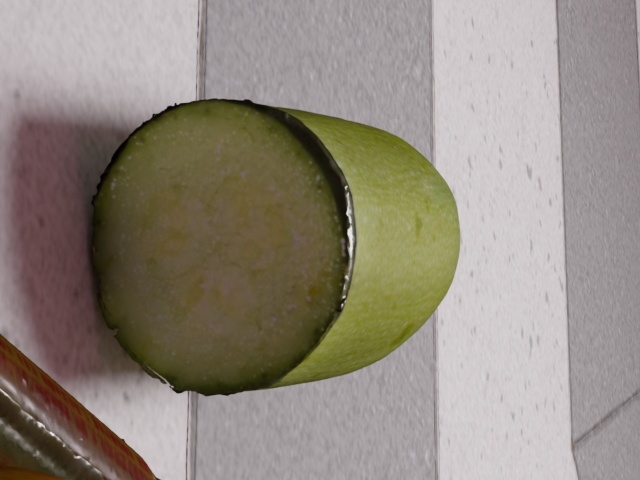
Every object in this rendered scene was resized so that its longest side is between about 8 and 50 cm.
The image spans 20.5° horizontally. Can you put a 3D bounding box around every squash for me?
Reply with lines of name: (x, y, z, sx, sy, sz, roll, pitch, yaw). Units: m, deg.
squash: (0.000, 0.000, 0.862, 0.247, 0.132, 0.132, -4, 88, -68)

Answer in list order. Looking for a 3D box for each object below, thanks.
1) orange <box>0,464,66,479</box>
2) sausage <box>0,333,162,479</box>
orange: (-0.082, 0.165, 0.494, 0.183, 0.249, 0.249, -94, 166, -56)
sausage: (-0.162, 0.018, 0.526, 0.371, 0.082, 0.082, 53, 36, -51)
